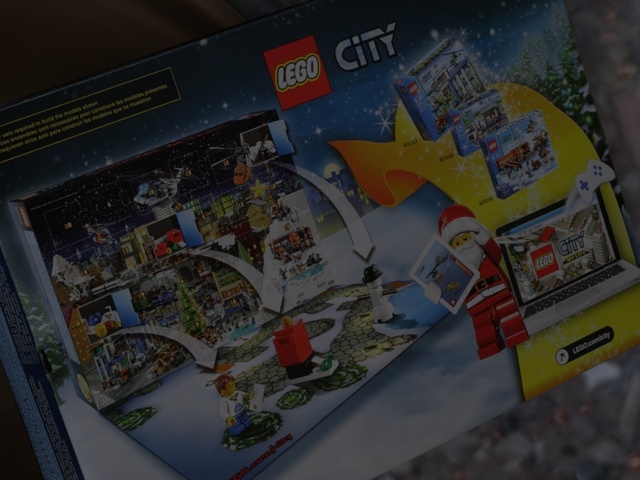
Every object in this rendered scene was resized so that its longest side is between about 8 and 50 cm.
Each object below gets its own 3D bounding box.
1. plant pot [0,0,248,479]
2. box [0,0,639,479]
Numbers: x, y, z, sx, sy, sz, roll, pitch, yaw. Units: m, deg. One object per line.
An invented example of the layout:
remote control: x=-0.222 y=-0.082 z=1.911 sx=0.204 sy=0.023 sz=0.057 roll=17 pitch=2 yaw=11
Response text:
plant pot: x=-0.115 y=0.015 z=0.622 sx=0.237 sy=0.110 sz=0.237 roll=2 pitch=87 yaw=-30
box: x=0.000 y=0.000 z=0.598 sx=0.233 sy=0.044 sz=0.159 roll=-22 pitch=98 yaw=-28
